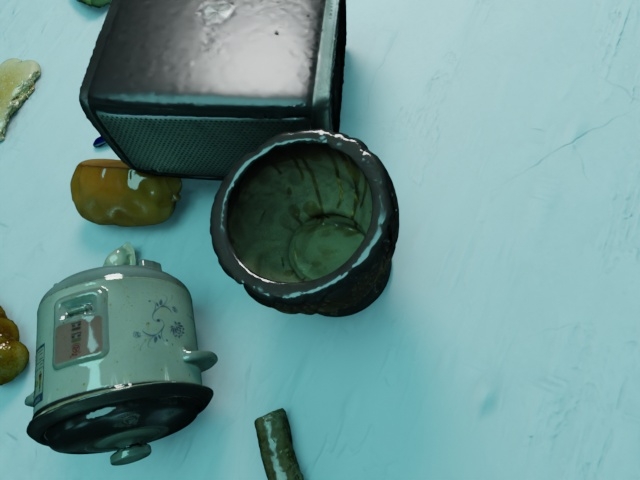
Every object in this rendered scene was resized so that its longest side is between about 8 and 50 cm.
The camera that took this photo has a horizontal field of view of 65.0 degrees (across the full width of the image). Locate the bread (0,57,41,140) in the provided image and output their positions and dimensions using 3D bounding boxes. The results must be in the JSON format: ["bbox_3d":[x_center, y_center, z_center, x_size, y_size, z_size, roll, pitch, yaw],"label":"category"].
[{"bbox_3d":[-0.834,-0.368,1.294,0.182,0.039,0.250,15,75,20],"label":"bread"}]

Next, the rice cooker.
[{"bbox_3d":[-0.320,0.202,0.806,0.317,0.264,0.316,-2,63,4],"label":"rice cooker"}]

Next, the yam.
[{"bbox_3d":[-0.043,0.398,0.763,0.061,0.061,0.273,-23,66,6],"label":"yam"}]

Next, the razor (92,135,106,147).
[{"bbox_3d":[-0.455,-0.240,1.142,0.155,0.028,0.044,-12,67,11],"label":"razor"}]

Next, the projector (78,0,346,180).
[{"bbox_3d":[-0.163,-0.320,0.921,0.406,0.242,0.394,3,66,5],"label":"projector"}]

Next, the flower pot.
[{"bbox_3d":[0.000,0.000,0.790,0.267,0.267,0.266,-5,70,13],"label":"flower pot"}]

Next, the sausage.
[{"bbox_3d":[-0.393,-0.100,1.020,0.241,0.120,0.136,0,108,18],"label":"sausage"}]

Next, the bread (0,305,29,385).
[{"bbox_3d":[-0.717,0.166,1.031,0.344,0.084,0.124,38,83,25],"label":"bread"}]

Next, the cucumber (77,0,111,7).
[{"bbox_3d":[-0.590,-0.674,1.320,0.193,0.086,0.115,27,111,26],"label":"cucumber"}]

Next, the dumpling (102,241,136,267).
[{"bbox_3d":[-0.401,0.046,1.011,0.059,0.043,0.077,39,67,8],"label":"dumpling"}]
